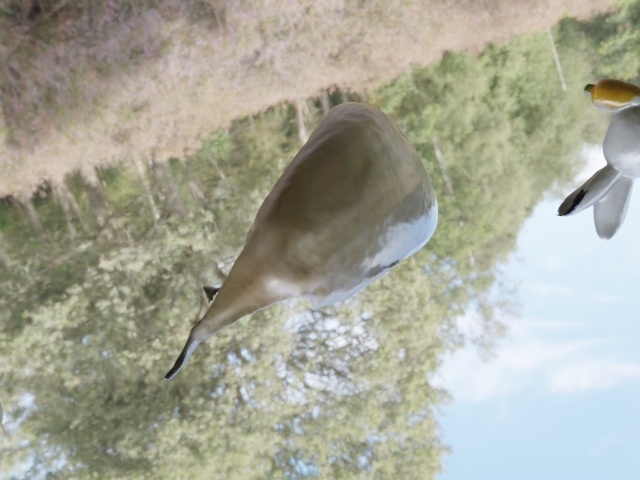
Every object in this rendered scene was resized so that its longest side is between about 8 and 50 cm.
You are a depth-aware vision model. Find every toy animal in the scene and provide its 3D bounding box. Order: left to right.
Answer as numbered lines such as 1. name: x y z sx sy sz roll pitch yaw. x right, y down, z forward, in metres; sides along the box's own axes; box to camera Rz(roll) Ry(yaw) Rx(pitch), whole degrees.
1. toy animal: 0.334 -0.099 0.786 0.182 0.131 0.127 -31 -151 45

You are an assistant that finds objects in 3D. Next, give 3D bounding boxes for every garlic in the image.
1. garlic: 0.007 -0.005 0.643 0.196 0.151 0.338 -43 -174 23

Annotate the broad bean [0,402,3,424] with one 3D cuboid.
1. broad bean: -0.413 0.165 0.816 0.100 0.169 0.228 -25 -131 -7
